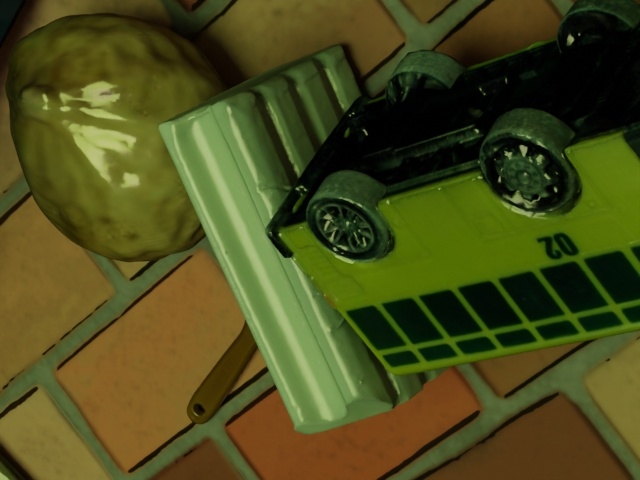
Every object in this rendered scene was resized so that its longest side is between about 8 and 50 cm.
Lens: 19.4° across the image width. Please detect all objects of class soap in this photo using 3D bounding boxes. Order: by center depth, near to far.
[{"bbox_3d":[0.000,0.000,1.069,0.066,0.119,0.198,-19,99,40],"label":"soap"}]

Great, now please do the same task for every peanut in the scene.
[{"bbox_3d":[-0.117,-0.061,1.123,0.140,0.109,0.159,6,125,40],"label":"peanut"}]

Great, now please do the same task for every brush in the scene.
[{"bbox_3d":[-0.043,0.061,1.184,0.043,0.014,0.170,41,125,9],"label":"brush"}]

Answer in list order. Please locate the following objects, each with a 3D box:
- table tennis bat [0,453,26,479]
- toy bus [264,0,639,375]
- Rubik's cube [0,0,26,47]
[{"bbox_3d":[-0.165,0.229,1.316,0.246,0.022,0.138,44,124,7],"label":"table tennis bat"},{"bbox_3d":[0.117,-0.025,0.950,0.262,0.128,0.150,-15,122,45],"label":"toy bus"},{"bbox_3d":[-0.353,-0.155,1.095,0.255,0.259,0.260,34,100,16],"label":"Rubik's cube"}]
